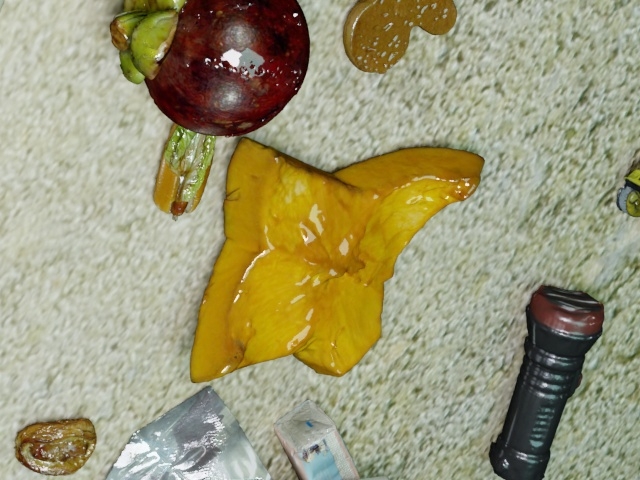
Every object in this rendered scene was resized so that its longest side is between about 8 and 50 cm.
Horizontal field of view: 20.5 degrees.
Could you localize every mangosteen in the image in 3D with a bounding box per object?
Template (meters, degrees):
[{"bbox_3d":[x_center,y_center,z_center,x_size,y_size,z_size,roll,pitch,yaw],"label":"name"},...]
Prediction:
[{"bbox_3d":[-0.102,-0.174,1.548,0.180,0.166,0.166,15,104,-31],"label":"mangosteen"}]

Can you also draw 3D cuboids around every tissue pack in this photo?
[{"bbox_3d":[-0.003,0.227,1.871,0.058,0.074,0.094,-31,124,-11],"label":"tissue pack"}]

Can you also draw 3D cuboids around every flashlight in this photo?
[{"bbox_3d":[0.255,0.169,2.006,0.093,0.093,0.232,-3,117,-33],"label":"flashlight"}]

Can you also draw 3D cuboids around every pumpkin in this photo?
[{"bbox_3d":[0.008,0.020,1.762,0.290,0.095,0.258,4,106,-39],"label":"pumpkin"}]

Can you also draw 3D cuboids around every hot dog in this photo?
[{"bbox_3d":[-0.122,-0.080,1.658,0.056,0.041,0.133,4,110,-35],"label":"hot dog"},{"bbox_3d":[-0.254,0.198,1.713,0.083,0.035,0.058,-2,117,-33],"label":"hot dog"}]

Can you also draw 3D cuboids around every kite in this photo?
[{"bbox_3d":[-0.083,0.308,1.772,0.169,0.015,0.310,-40,86,-16],"label":"kite"}]

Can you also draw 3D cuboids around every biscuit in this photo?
[{"bbox_3d":[0.089,-0.255,1.719,0.138,0.031,0.205,31,94,-39],"label":"biscuit"}]

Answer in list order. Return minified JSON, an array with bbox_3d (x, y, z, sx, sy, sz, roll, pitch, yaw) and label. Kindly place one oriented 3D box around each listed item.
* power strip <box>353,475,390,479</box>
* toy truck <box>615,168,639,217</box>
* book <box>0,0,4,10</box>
[{"bbox_3d":[-0.091,0.320,1.822,0.367,0.043,0.106,-7,119,-13],"label":"power strip"},{"bbox_3d":[0.471,-0.015,2.034,0.157,0.124,0.272,-45,130,-6],"label":"toy truck"},{"bbox_3d":[-0.367,-0.122,1.487,0.162,0.022,0.232,7,109,-36],"label":"book"}]
